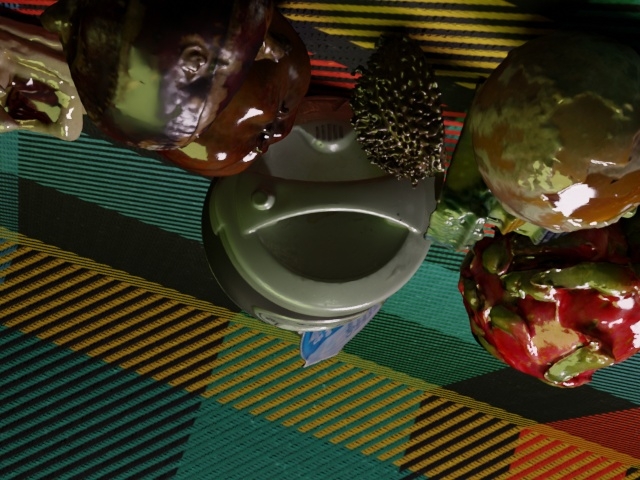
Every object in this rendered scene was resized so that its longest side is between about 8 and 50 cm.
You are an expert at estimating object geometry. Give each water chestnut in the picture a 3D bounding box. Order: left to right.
[{"bbox_3d":[-0.134,-0.198,1.514,0.238,0.224,0.223,19,169,-28],"label":"water chestnut"}]

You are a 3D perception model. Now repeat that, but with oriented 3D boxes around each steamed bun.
[{"bbox_3d":[-0.501,-0.214,2.058,0.428,0.189,0.247,11,153,-2],"label":"steamed bun"}]

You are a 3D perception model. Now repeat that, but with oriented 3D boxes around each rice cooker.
[{"bbox_3d":[-0.002,-0.029,1.996,0.288,0.288,0.277,21,167,-8],"label":"rice cooker"}]

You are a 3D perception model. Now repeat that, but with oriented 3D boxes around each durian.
[{"bbox_3d":[0.080,-0.122,1.687,0.091,0.188,0.148,-24,178,-13],"label":"durian"}]

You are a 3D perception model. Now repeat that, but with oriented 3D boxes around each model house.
[{"bbox_3d":[0.239,-0.049,1.790,0.211,0.170,0.194,18,165,2],"label":"model house"}]

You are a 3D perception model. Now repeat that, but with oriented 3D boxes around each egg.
[{"bbox_3d":[0.237,-0.101,1.523,0.195,0.195,0.233,18,164,4],"label":"egg"}]

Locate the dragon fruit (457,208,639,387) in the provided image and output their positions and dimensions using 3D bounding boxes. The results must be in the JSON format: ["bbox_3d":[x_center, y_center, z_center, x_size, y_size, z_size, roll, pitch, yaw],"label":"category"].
[{"bbox_3d":[0.314,0.052,1.976,0.302,0.231,0.237,-8,117,49],"label":"dragon fruit"}]

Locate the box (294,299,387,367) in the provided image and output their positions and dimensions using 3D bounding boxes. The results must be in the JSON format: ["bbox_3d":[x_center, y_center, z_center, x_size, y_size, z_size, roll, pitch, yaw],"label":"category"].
[{"bbox_3d":[0.000,0.000,2.294,0.206,0.291,0.262,39,163,18],"label":"box"}]

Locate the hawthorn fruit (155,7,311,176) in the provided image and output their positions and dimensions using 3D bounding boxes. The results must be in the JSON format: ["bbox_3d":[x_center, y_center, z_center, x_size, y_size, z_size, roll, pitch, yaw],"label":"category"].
[{"bbox_3d":[-0.139,-0.187,1.720,0.248,0.208,0.208,37,172,16],"label":"hawthorn fruit"}]
